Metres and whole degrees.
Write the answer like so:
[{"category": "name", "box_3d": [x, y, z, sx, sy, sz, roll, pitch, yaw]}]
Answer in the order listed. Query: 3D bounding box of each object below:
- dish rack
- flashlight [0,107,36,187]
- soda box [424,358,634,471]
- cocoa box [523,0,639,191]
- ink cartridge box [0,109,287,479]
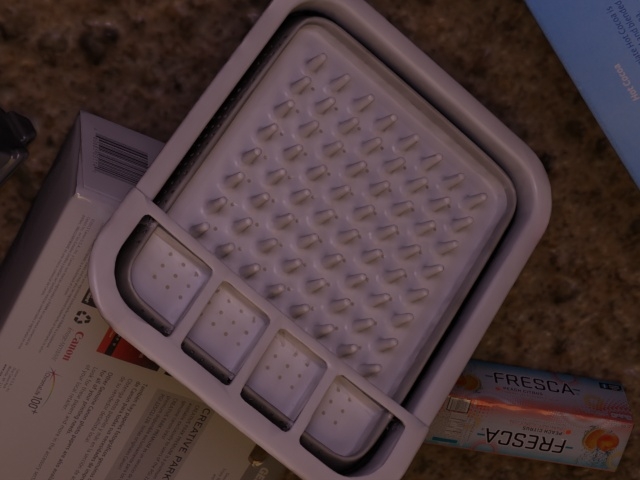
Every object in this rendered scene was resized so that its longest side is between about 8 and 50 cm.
[{"category": "dish rack", "box_3d": [0.000, 0.000, 1.320, 0.285, 0.333, 0.072, 39, 156, -13]}, {"category": "flashlight", "box_3d": [-0.362, 0.001, 1.395, 0.103, 0.103, 0.304, 38, 114, -21]}, {"category": "soda box", "box_3d": [0.178, 0.152, 1.546, 0.183, 0.063, 0.058, 10, 121, -9]}, {"category": "cocoa box", "box_3d": [0.268, -0.192, 1.235, 0.228, 0.231, 0.347, -29, 120, 15]}, {"category": "ink cartridge box", "box_3d": [-0.138, 0.092, 1.449, 0.271, 0.130, 0.309, 22, 119, -19]}]
